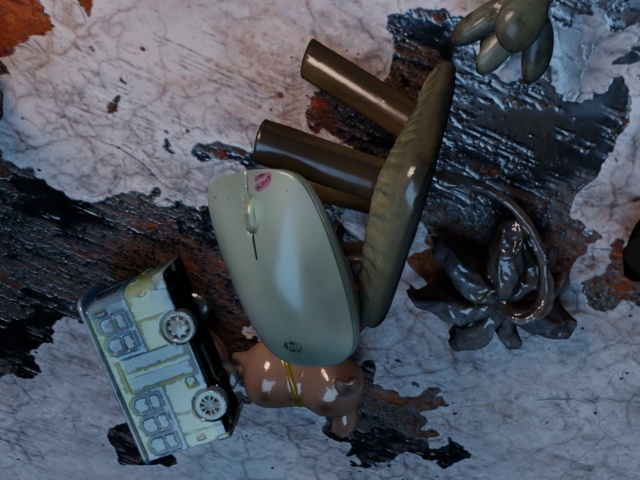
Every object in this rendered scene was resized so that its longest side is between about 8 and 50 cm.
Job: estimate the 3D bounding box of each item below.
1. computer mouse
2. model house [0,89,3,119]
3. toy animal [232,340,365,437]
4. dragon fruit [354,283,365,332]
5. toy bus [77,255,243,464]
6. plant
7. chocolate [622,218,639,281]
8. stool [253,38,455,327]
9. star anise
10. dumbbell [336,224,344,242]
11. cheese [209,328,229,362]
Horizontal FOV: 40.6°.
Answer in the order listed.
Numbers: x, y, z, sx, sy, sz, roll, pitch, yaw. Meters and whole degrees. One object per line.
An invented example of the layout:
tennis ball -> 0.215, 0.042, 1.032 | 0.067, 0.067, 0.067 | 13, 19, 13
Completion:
computer mouse -> -0.047, 0.047, 1.079 | 0.159, 0.097, 0.288 | -3, 126, 30
model house -> -0.621, -0.271, 1.148 | 0.400, 0.395, 0.445 | -2, 113, -10
toy animal -> -0.040, 0.244, 1.584 | 0.248, 0.149, 0.165 | 12, 146, 14
dragon fruit -> 0.020, 0.105, 1.490 | 0.111, 0.153, 0.153 | 48, 133, 23
toy bus -> -0.269, 0.203, 1.495 | 0.190, 0.152, 0.312 | -19, 100, 8
plant -> 0.271, -0.326, 1.060 | 0.146, 0.149, 0.274 | 33, 126, 3
chocolate -> 0.524, -0.010, 1.320 | 0.149, 0.080, 0.125 | -28, 108, 36
stool -> 0.039, -0.088, 1.192 | 0.226, 0.310, 0.310 | 17, 131, 3
star anise -> 0.271, 0.076, 1.392 | 0.359, 0.139, 0.316 | 25, 122, -12
dumbbell -> 0.000, 0.000, 1.417 | 0.147, 0.069, 0.069 | 16, 130, -4
cheese -> -0.289, 0.189, 1.618 | 0.286, 0.074, 0.189 | 38, 124, -15
